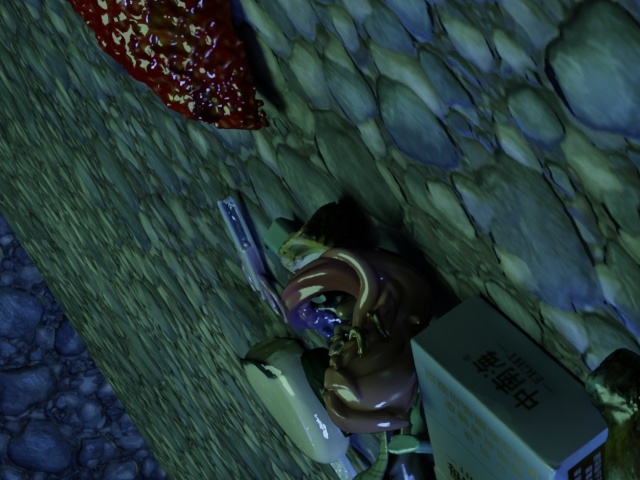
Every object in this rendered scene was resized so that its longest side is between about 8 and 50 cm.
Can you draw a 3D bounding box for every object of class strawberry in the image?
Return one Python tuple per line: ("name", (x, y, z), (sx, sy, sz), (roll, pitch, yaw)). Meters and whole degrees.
("strawberry", (-0.139, -0.177, 1.165), (0.228, 0.098, 0.174), (62, 163, -18))

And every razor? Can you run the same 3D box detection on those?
("razor", (0.039, 0.075, 1.238), (0.111, 0.056, 0.278), (12, -146, -51))

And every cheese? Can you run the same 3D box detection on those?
("cheese", (0.004, 0.221, 1.601), (0.251, 0.054, 0.127), (57, 163, -9))

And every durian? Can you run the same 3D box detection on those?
("durian", (0.003, 0.009, 1.185), (0.052, 0.066, 0.130), (52, 172, 14))

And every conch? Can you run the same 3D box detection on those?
("conch", (0.063, 0.270, 1.382), (0.114, 0.137, 0.234), (0, 131, 50))

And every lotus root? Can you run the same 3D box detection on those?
("lotus root", (0.218, 0.142, 0.801), (0.192, 0.088, 0.113), (53, 147, 12))

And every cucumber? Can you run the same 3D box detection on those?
("cucumber", (0.017, 0.146, 1.437), (0.105, 0.048, 0.048), (53, 164, 24))

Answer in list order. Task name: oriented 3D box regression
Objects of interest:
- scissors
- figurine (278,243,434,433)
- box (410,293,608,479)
("scissors", (-0.073, 0.015, 1.477), (0.085, 0.022, 0.176), (45, 164, 41))
("figurine", (0.039, 0.071, 1.098), (0.126, 0.114, 0.157), (49, -169, -40))
("box", (0.150, 0.171, 1.075), (0.155, 0.067, 0.243), (44, 159, 38))
